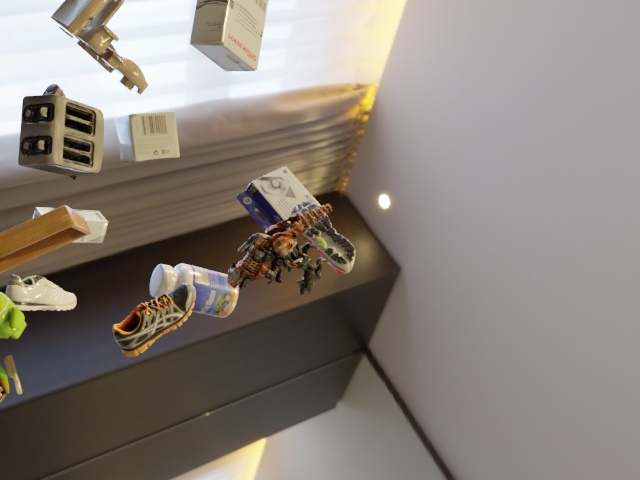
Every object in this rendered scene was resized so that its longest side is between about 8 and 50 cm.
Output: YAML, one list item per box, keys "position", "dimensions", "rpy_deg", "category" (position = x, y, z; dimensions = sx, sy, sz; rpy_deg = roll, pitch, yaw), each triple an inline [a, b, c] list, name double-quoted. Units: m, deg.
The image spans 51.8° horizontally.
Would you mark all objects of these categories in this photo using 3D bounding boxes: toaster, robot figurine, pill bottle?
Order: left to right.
- position: [-0.634, 0.147, 1.305]
  dimensions: [0.101, 0.067, 0.115]
  rpy_deg: [2, -43, 20]
  category: "robot figurine"
- position: [-0.607, -0.241, 1.562]
  dimensions: [0.110, 0.186, 0.168]
  rpy_deg: [1, -95, 27]
  category: "toaster"
- position: [-0.428, 0.164, 2.228]
  dimensions: [0.152, 0.272, 0.152]
  rpy_deg: [-28, -126, 47]
  category: "pill bottle"

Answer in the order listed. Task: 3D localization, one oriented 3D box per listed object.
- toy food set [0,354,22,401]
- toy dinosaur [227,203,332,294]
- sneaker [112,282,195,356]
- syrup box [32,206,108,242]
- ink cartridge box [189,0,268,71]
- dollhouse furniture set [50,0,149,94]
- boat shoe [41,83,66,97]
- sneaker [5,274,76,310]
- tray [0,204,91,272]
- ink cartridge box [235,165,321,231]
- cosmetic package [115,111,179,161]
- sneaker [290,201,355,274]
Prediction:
- position: [-0.914, 0.392, 1.789]
  dimensions: [0.039, 0.192, 0.132]
  rpy_deg: [-23, -95, 47]
  category: "toy food set"
- position: [-0.095, 0.031, 1.763]
  dimensions: [0.218, 0.322, 0.164]
  rpy_deg: [43, 28, -42]
  category: "toy dinosaur"
- position: [-0.374, 0.168, 1.490]
  dimensions: [0.084, 0.215, 0.083]
  rpy_deg: [31, -22, 43]
  category: "sneaker"
- position: [-0.909, -0.054, 2.391]
  dimensions: [0.093, 0.237, 0.096]
  rpy_deg: [37, -66, 42]
  category: "syrup box"
- position: [-0.263, -0.673, 1.951]
  dimensions: [0.122, 0.211, 0.289]
  rpy_deg: [5, -98, 25]
  category: "ink cartridge box"
- position: [-0.522, -0.534, 1.800]
  dimensions: [0.303, 0.173, 0.355]
  rpy_deg: [37, -4, 36]
  category: "dollhouse furniture set"
- position: [-0.868, -0.405, 2.097]
  dimensions: [0.068, 0.190, 0.072]
  rpy_deg: [17, -22, 29]
  category: "boat shoe"
- position: [-0.776, 0.148, 1.854]
  dimensions: [0.090, 0.235, 0.094]
  rpy_deg: [2, -95, 22]
  category: "sneaker"
- position: [-0.930, 0.020, 2.004]
  dimensions: [0.203, 0.411, 0.076]
  rpy_deg: [129, -63, -82]
  category: "tray"
- position: [-0.142, -0.134, 2.293]
  dimensions: [0.223, 0.224, 0.045]
  rpy_deg: [48, -33, 15]
  category: "ink cartridge box"
- position: [-0.569, -0.340, 2.167]
  dimensions: [0.184, 0.151, 0.151]
  rpy_deg: [11, -72, 60]
  category: "cosmetic package"
- position: [0.000, 0.000, 2.037]
  dimensions: [0.279, 0.107, 0.118]
  rpy_deg: [52, -20, 25]
  category: "sneaker"
